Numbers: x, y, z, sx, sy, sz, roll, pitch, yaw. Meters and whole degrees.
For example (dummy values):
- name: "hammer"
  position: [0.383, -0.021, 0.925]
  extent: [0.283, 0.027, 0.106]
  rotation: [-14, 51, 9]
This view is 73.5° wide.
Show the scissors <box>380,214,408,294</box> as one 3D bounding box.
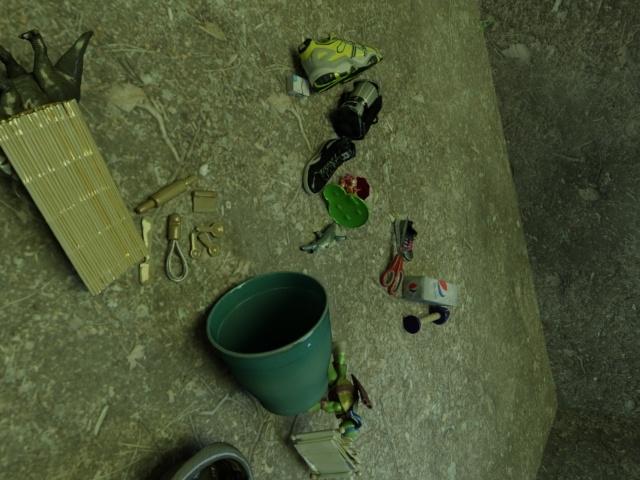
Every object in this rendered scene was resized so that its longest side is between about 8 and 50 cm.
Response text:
- name: "scissors"
  position: [0.296, 0.053, 1.574]
  extent: [0.109, 0.021, 0.297]
  rotation: [33, 73, -35]

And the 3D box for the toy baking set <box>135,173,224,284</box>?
- name: "toy baking set"
  position: [-0.306, -0.024, 0.936]
  extent: [0.256, 0.030, 0.197]
  rotation: [-39, 115, -43]

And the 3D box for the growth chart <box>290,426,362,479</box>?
- name: "growth chart"
  position: [0.023, 0.559, 1.113]
  extent: [0.021, 0.171, 0.237]
  rotation: [-78, 154, -54]

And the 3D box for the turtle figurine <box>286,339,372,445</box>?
- name: "turtle figurine"
  position: [0.007, 0.419, 1.187]
  extent: [0.197, 0.275, 0.267]
  rotation: [4, 56, -19]

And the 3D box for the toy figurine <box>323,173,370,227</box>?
- name: "toy figurine"
  position: [0.095, -0.153, 1.356]
  extent: [0.173, 0.130, 0.159]
  rotation: [47, 41, -21]

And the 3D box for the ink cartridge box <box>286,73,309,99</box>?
- name: "ink cartridge box"
  position: [-0.060, -0.450, 1.260]
  extent: [0.083, 0.028, 0.048]
  rotation: [0, 86, -49]

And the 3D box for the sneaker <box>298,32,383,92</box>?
- name: "sneaker"
  position: [0.075, -0.584, 1.347]
  extent: [0.147, 0.145, 0.384]
  rotation: [59, 39, -8]

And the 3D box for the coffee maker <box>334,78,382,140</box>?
- name: "coffee maker"
  position: [0.134, -0.409, 1.405]
  extent: [0.171, 0.120, 0.178]
  rotation: [52, 51, -32]

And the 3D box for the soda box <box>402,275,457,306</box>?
- name: "soda box"
  position: [0.440, 0.204, 1.700]
  extent: [0.286, 0.098, 0.091]
  rotation: [17, 73, -45]

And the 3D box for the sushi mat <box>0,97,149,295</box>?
- name: "sushi mat"
  position: [-0.408, -0.071, 0.736]
  extent: [0.151, 0.019, 0.317]
  rotation: [-55, 140, -48]

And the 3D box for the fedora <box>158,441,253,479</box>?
- name: "fedora"
  position: [-0.261, 0.534, 0.854]
  extent: [0.275, 0.124, 0.244]
  rotation: [-34, 113, -54]

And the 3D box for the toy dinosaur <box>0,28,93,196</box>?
- name: "toy dinosaur"
  position: [-0.484, -0.241, 0.718]
  extent: [0.160, 0.120, 0.314]
  rotation: [72, 28, -50]

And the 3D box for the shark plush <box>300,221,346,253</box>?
- name: "shark plush"
  position: [0.000, 0.000, 1.284]
  extent: [0.161, 0.073, 0.067]
  rotation: [-26, 86, -25]

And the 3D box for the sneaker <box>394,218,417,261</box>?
- name: "sneaker"
  position: [0.332, -0.003, 1.616]
  extent: [0.063, 0.074, 0.171]
  rotation: [-21, 102, -47]

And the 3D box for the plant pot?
- name: "plant pot"
  position: [-0.093, 0.253, 0.993]
  extent: [0.271, 0.271, 0.255]
  rotation: [-44, 133, -41]

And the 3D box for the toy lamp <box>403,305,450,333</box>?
- name: "toy lamp"
  position: [0.429, 0.310, 1.693]
  extent: [0.274, 0.080, 0.080]
  rotation: [-3, 88, -46]

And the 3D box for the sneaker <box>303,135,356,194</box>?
- name: "sneaker"
  position: [0.034, -0.234, 1.273]
  extent: [0.079, 0.121, 0.217]
  rotation: [46, 54, -34]
